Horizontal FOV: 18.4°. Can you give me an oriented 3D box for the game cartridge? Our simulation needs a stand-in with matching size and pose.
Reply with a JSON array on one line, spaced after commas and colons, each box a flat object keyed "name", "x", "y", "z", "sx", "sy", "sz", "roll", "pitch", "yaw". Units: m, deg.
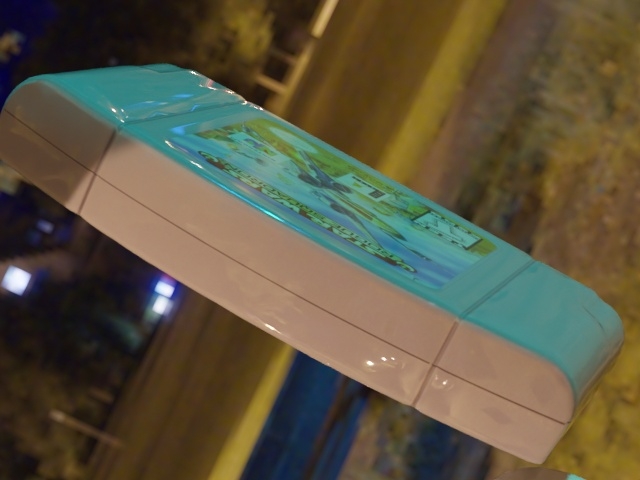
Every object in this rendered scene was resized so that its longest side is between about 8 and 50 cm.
[{"name": "game cartridge", "x": 0.000, "y": 0.000, "z": 0.945, "sx": 0.062, "sy": 0.297, "sz": 0.198, "roll": -63, "pitch": -10, "yaw": 10}]

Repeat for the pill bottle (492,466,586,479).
[{"name": "pill bottle", "x": 0.038, "y": 0.266, "z": 0.953, "sx": 0.334, "sy": 0.188, "sz": 0.188, "roll": -52, "pitch": 10, "yaw": 31}]
